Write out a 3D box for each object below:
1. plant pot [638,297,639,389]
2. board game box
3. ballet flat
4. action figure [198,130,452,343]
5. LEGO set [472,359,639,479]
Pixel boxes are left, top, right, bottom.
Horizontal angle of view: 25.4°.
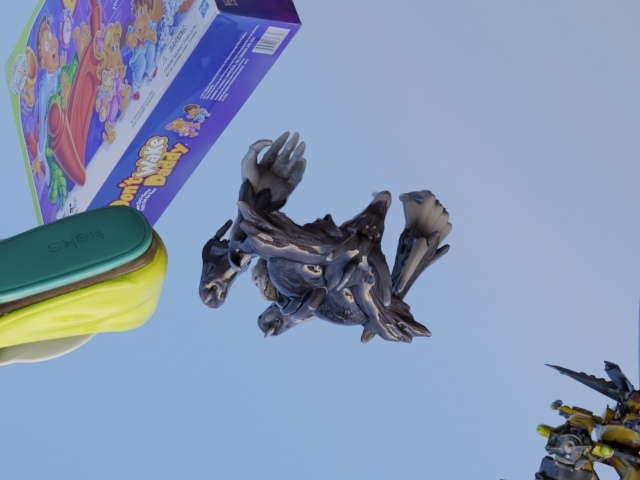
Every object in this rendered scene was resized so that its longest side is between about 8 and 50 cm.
[{"bbox_3d":[0.379,0.050,1.178,0.236,0.236,0.212,75,-153,-52],"label":"plant pot"},{"bbox_3d":[-0.161,-0.166,1.227,0.078,0.347,0.233,3,-126,-34],"label":"board game box"},{"bbox_3d":[-0.191,0.040,0.736,0.231,0.077,0.077,-11,-132,-17],"label":"ballet flat"},{"bbox_3d":[0.000,0.000,1.027,0.164,0.141,0.275,30,165,-14],"label":"action figure"},{"bbox_3d":[0.234,0.131,0.686,0.331,0.192,0.255,16,174,25],"label":"LEGO set"}]
